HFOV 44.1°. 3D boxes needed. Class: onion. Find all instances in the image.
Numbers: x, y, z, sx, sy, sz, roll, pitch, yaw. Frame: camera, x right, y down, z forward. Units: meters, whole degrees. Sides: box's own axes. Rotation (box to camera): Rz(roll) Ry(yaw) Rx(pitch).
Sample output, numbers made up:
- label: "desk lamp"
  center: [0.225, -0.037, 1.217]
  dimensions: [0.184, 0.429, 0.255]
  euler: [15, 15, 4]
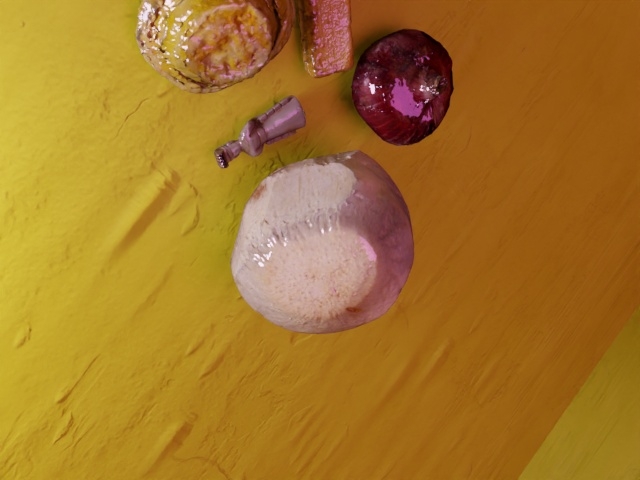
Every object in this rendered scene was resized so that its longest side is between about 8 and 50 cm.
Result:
- label: "onion"
  center: [0.193, -0.328, 1.703]
  dimensions: [0.252, 0.219, 0.252]
  euler: [-10, 107, -34]

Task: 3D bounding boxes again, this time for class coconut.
- label: "coconut"
  center: [0.000, 0.000, 1.633]
  dimensions: [0.415, 0.415, 0.345]
  euler: [-20, 112, -31]

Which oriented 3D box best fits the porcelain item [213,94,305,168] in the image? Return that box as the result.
- label: "porcelain item"
  center: [-0.128, -0.215, 1.608]
  dimensions: [0.213, 0.054, 0.084]
  euler: [-35, 126, -22]

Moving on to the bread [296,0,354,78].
- label: "bread"
  center: [0.009, -0.436, 1.594]
  dimensions: [0.114, 0.083, 0.211]
  euler: [-19, 122, -25]

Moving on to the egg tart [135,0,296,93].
- label: "egg tart"
  center: [-0.174, -0.372, 1.405]
  dimensions: [0.294, 0.123, 0.294]
  euler: [-17, 137, -16]
